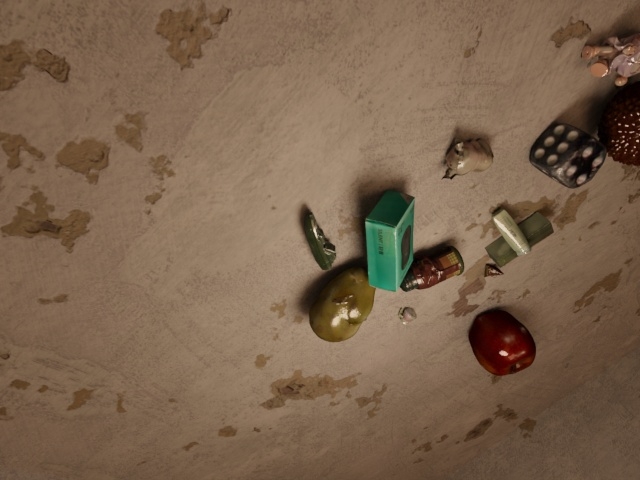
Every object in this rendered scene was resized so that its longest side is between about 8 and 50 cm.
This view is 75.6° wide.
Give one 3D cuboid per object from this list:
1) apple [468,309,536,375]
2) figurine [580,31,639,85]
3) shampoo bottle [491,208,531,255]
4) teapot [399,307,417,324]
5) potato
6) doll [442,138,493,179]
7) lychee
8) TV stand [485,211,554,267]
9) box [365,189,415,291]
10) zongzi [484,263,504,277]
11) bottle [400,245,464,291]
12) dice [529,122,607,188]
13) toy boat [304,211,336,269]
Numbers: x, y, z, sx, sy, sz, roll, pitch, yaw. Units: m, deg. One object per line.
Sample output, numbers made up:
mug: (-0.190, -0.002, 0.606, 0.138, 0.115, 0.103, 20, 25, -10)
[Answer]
apple: (0.886, 0.502, 2.015, 0.288, 0.317, 0.288, -8, 125, -11)
figurine: (1.031, -0.629, 1.400, 0.275, 0.133, 0.200, -10, 138, -7)
shampoo bottle: (0.793, -0.033, 1.714, 0.072, 0.049, 0.212, -40, 95, 4)
teapot: (0.393, 0.345, 1.894, 0.083, 0.064, 0.064, 34, 119, -1)
potato: (0.098, 0.240, 1.629, 0.218, 0.202, 0.351, 34, 94, -23)
doll: (0.529, -0.288, 1.475, 0.192, 0.095, 0.149, -6, 127, -19)
lychee: (1.171, -0.423, 1.474, 0.306, 0.306, 0.330, -6, 134, -16)
TV stand: (0.863, -0.001, 1.798, 0.269, 0.088, 0.083, -36, 129, 9)
box: (0.257, 0.005, 1.498, 0.118, 0.205, 0.311, 11, 130, 25)
zongzi: (0.801, 0.142, 1.887, 0.083, 0.073, 0.067, -4, 106, -18)
bottle: (0.442, 0.123, 1.705, 0.271, 0.143, 0.156, -22, 167, -8)
dice: (0.920, -0.315, 1.543, 0.183, 0.181, 0.182, 22, 112, -30)
toy boat: (0.000, 0.000, 1.491, 0.085, 0.078, 0.261, -13, 130, 10)
